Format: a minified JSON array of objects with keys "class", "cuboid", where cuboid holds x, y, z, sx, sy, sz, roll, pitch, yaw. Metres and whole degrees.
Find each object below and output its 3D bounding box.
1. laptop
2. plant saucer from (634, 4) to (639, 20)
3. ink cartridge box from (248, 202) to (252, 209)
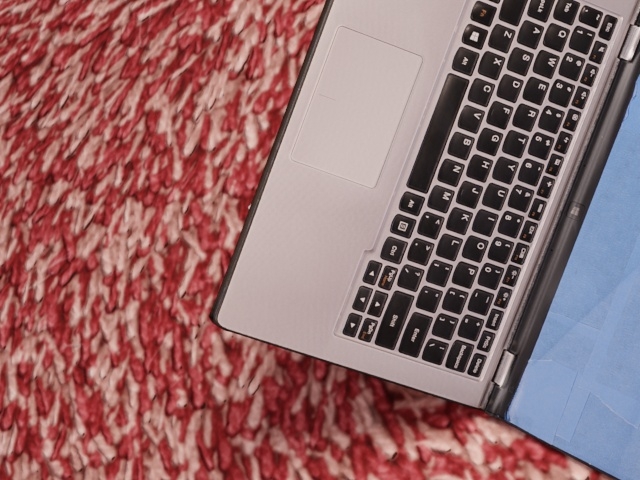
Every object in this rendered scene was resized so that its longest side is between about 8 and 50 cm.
[{"class":"laptop","cuboid":[0.183,-0.026,1.248,0.236,0.407,0.382,-142,72,-72]},{"class":"plant saucer","cuboid":[0.347,-0.324,1.414,0.332,0.084,0.332,-16,61,30]},{"class":"ink cartridge box","cuboid":[0.000,0.000,1.501,0.052,0.088,0.122,-47,50,11]}]
